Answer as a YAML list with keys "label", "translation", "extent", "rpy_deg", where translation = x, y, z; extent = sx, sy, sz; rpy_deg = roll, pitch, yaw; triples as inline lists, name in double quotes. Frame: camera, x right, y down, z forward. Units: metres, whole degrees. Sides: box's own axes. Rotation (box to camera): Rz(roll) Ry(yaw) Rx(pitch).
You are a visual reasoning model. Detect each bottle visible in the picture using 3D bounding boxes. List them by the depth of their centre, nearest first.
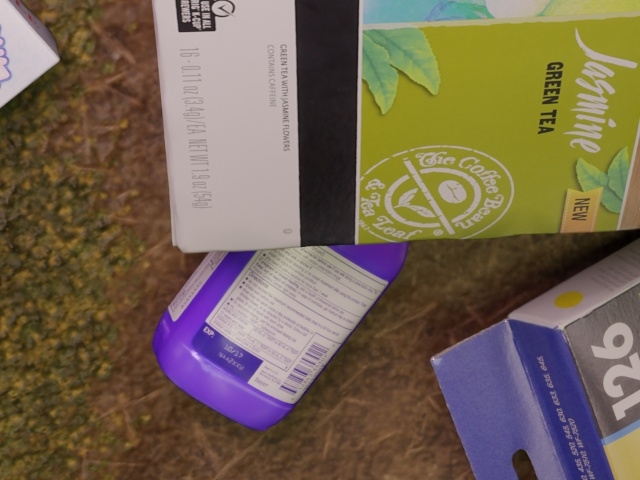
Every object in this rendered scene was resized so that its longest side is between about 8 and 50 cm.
- label: "bottle"
  translation: [0.000, 0.000, 1.281]
  extent: [0.118, 0.092, 0.283]
  rpy_deg: [32, 101, -26]

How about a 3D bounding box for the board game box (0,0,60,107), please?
- label: "board game box"
  translation: [-0.388, -0.139, 1.127]
  extent: [0.318, 0.066, 0.318]
  rpy_deg: [-39, 118, 4]

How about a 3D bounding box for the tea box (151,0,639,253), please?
- label: "tea box"
  translation: [0.059, -0.180, 1.054]
  extent: [0.324, 0.220, 0.329]
  rpy_deg: [-4, 142, -2]

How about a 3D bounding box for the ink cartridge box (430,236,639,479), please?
- label: "ink cartridge box"
  translation: [0.274, 0.150, 1.403]
  extent: [0.307, 0.072, 0.303]
  rpy_deg: [-30, 116, -15]
